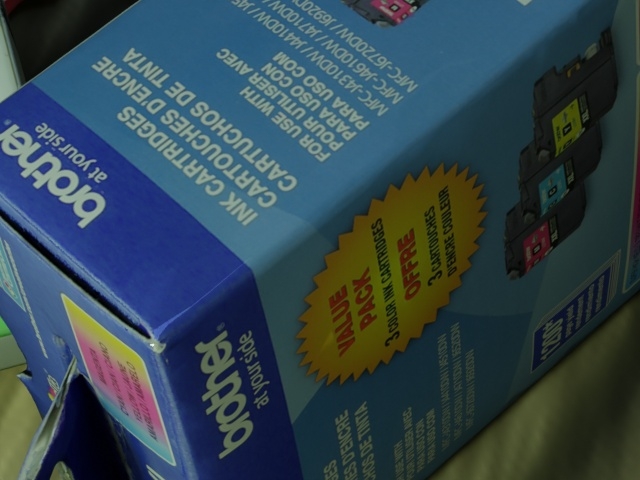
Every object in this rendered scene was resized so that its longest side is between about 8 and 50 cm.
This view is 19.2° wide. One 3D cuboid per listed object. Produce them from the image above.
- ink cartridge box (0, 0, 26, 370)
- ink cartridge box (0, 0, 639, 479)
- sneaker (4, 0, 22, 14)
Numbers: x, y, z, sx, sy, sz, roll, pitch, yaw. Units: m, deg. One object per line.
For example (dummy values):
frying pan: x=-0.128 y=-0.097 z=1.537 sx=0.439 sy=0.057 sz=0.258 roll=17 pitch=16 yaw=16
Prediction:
ink cartridge box: x=-0.252 y=-0.065 z=0.957 sx=0.211 sy=0.121 sz=0.289 roll=-14 pitch=80 yaw=-5
ink cartridge box: x=0.000 y=0.000 z=0.864 sx=0.395 sy=0.270 sz=0.151 roll=-38 pitch=58 yaw=-19
sneaker: x=-0.224 y=-0.114 z=1.077 sx=0.094 sy=0.081 sz=0.208 roll=28 pitch=66 yaw=10
